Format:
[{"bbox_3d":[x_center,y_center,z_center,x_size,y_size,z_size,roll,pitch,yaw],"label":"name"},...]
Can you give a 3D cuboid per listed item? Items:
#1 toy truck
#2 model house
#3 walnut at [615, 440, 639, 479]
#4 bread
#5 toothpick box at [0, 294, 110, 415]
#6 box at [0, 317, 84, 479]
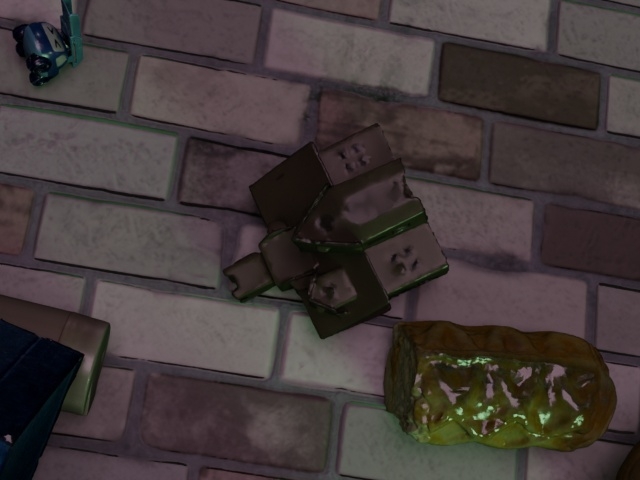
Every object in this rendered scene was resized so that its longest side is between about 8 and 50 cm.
[{"bbox_3d":[-0.325,-0.240,1.302,0.074,0.136,0.063,-24,82,-15],"label":"toy truck"},{"bbox_3d":[0.000,0.000,1.275,0.243,0.204,0.211,-26,80,1],"label":"model house"},{"bbox_3d":[0.469,0.316,1.222,0.313,0.277,0.252,-19,41,-8],"label":"walnut"},{"bbox_3d":[0.218,0.173,1.288,0.268,0.130,0.152,5,65,-9],"label":"bread"},{"bbox_3d":[-0.333,0.121,1.212,0.181,0.111,0.111,15,72,-5],"label":"toothpick box"},{"bbox_3d":[-0.352,0.244,1.045,0.116,0.261,0.279,25,99,-3],"label":"box"}]
